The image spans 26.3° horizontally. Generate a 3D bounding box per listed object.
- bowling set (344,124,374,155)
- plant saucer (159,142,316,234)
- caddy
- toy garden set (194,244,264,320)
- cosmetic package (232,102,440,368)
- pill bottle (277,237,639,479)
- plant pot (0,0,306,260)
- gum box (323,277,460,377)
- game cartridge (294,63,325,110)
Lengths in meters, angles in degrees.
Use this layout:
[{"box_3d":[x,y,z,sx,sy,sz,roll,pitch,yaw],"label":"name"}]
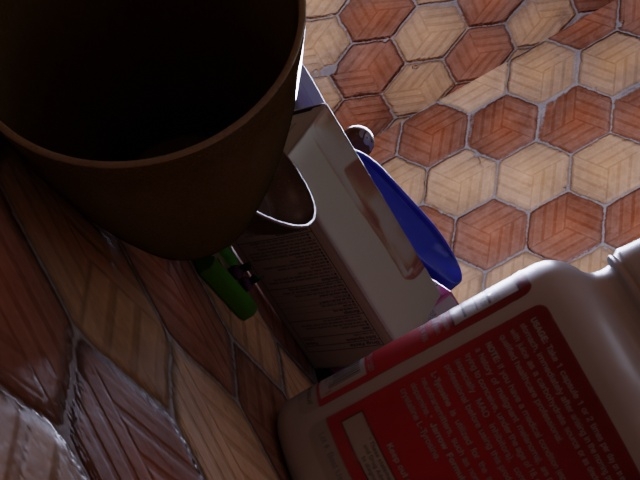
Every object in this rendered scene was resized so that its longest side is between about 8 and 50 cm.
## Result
[{"box_3d":[-0.011,-0.109,2.097,0.287,0.200,0.154,53,11,-27],"label":"bowling set"},{"box_3d":[-0.134,-0.108,1.331,0.311,0.050,0.310,41,15,-14],"label":"plant saucer"},{"box_3d":[0.051,0.039,1.942,0.341,0.179,0.241,46,27,-23],"label":"caddy"},{"box_3d":[-0.138,-0.063,1.430,0.204,0.049,0.244,53,9,-52],"label":"toy garden set"},{"box_3d":[0.000,0.000,1.633,0.296,0.153,0.129,59,43,-25],"label":"cosmetic package"},{"box_3d":[0.183,0.164,1.310,0.229,0.408,0.229,60,6,-11],"label":"pill bottle"},{"box_3d":[-0.118,-0.092,1.032,0.254,0.237,0.237,80,-15,-61],"label":"plant pot"},{"box_3d":[0.093,0.121,1.733,0.062,0.188,0.107,57,-7,-23],"label":"gum box"},{"box_3d":[-0.078,-0.227,2.233,0.198,0.062,0.297,-15,-70,52],"label":"game cartridge"}]
